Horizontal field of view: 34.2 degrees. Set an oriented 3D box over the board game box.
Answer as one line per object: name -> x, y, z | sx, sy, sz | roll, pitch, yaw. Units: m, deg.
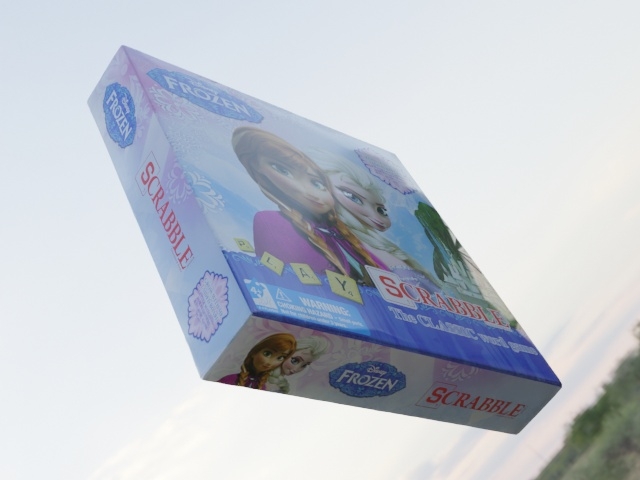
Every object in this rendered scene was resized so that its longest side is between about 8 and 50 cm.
board game box -> 0.000, 0.000, 0.832 | 0.319, 0.318, 0.066 | 17, -60, -40
